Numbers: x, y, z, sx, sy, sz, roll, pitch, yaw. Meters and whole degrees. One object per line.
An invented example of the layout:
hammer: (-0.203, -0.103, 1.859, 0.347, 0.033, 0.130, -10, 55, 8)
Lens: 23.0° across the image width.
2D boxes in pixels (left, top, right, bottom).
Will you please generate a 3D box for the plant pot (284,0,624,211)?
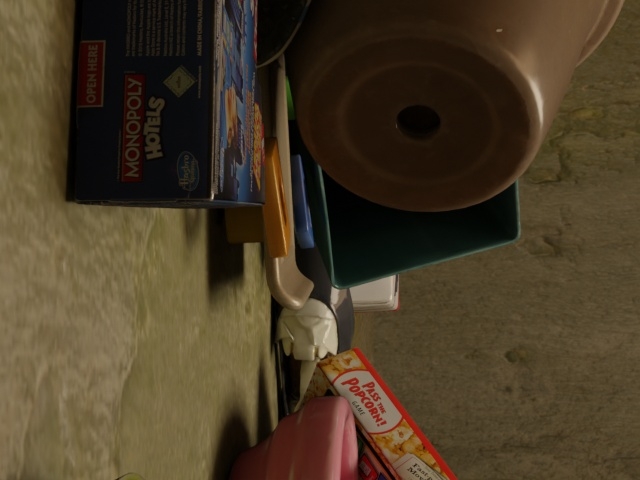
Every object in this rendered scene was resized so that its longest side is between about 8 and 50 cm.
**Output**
plant pot: (0.071, -0.144, 1.013, 0.263, 0.263, 0.229, 85, 11, -45)

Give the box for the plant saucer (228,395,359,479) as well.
plant saucer: (-0.019, 0.275, 1.104, 0.332, 0.084, 0.332, 0, 90, -86)

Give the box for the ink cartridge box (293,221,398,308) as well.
ink cartridge box: (0.029, -0.014, 1.606, 0.237, 0.100, 0.172, 39, 50, -84)

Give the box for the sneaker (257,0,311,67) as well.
sneaker: (-0.034, -0.216, 0.954, 0.086, 0.085, 0.237, 46, 45, -76)

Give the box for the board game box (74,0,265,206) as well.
board game box: (-0.063, -0.088, 0.741, 0.194, 0.060, 0.194, 75, 15, -76)

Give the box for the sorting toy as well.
sorting toy: (-0.043, -0.053, 1.080, 0.348, 0.047, 0.196, -52, 135, -87)

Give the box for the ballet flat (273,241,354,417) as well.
ballet flat: (-0.007, 0.102, 1.374, 0.074, 0.074, 0.203, -81, 172, -62)

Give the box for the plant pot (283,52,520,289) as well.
plant pot: (0.048, -0.108, 1.338, 0.234, 0.165, 0.165, -116, -165, -52)

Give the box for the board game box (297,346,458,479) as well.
board game box: (0.046, 0.206, 1.269, 0.193, 0.045, 0.147, 52, -38, 26)

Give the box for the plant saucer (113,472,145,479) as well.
plant saucer: (-0.087, 0.205, 0.566, 0.241, 0.037, 0.241, -1, 90, -86)

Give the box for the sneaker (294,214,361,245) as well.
sneaker: (0.000, 0.000, 1.420, 0.144, 0.053, 0.059, 137, -47, -61)
